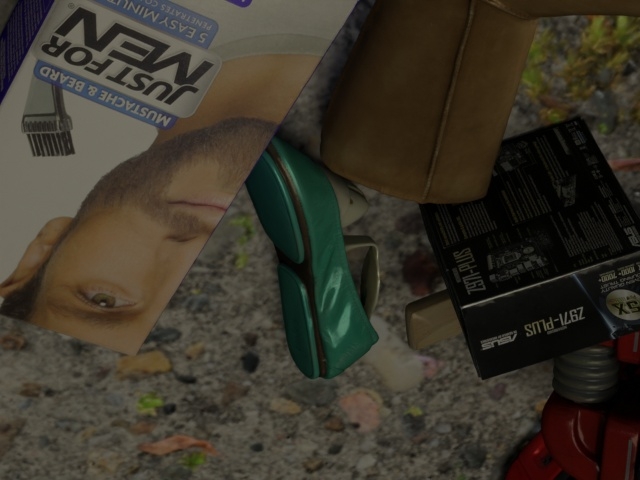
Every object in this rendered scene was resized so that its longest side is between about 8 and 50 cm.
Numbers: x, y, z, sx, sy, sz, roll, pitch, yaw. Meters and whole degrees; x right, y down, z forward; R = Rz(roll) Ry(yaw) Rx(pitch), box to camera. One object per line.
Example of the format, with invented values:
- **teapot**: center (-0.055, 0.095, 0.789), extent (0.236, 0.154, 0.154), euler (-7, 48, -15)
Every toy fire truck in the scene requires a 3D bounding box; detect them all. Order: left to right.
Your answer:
- **toy fire truck**: center (0.208, 0.097, 1.229), extent (0.246, 0.158, 0.217), euler (11, 114, 21)

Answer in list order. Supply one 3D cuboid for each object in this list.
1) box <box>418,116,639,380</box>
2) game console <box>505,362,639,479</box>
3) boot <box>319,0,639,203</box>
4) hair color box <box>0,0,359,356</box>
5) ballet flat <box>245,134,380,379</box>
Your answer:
- **box**: center (0.162, 0.003, 1.143), extent (0.147, 0.180, 0.077), euler (-18, 127, 1)
- **game console**: center (0.394, 0.173, 1.401), extent (0.342, 0.060, 0.386), euler (21, 120, -30)
- **boot**: center (0.136, -0.128, 1.046), extent (0.236, 0.089, 0.269), euler (21, 138, 5)
- **hair color box**: center (-0.141, -0.091, 1.062), extent (0.185, 0.110, 0.339), euler (20, 121, -25)
- **ballet flat**: center (0.000, 0.000, 1.184), extent (0.087, 0.083, 0.247), euler (-29, 130, -20)
